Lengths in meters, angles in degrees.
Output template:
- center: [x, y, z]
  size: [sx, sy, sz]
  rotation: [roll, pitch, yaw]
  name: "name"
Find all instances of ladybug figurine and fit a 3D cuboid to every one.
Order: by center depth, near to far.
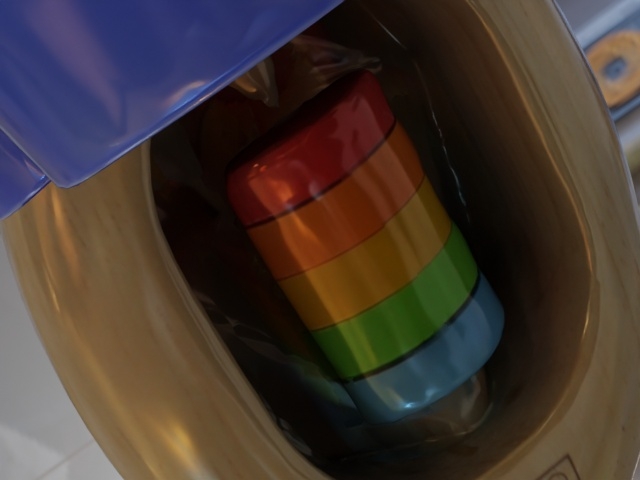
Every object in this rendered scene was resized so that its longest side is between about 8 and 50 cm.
- center: [0.000, 0.000, 0.712]
  size: [0.162, 0.305, 0.449]
  rotation: [9, 129, 60]
  name: "ladybug figurine"

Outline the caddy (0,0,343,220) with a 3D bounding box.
- center: [-0.033, -0.159, 0.433]
  size: [0.179, 0.341, 0.241]
  rotation: [54, 160, -9]
  name: "caddy"
